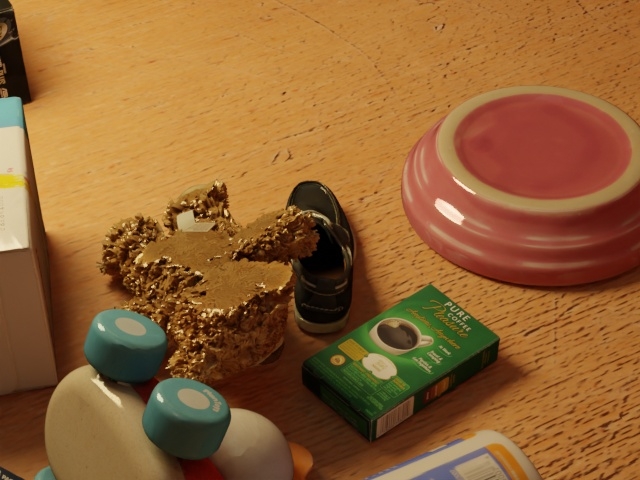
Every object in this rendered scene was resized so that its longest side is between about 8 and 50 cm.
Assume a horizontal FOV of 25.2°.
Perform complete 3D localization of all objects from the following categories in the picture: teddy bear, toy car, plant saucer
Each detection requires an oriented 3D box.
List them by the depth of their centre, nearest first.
[{"bbox_3d":[-0.117,0.202,1.340,0.238,0.219,0.210,3,29,-43],"label":"toy car"},{"bbox_3d":[-0.122,0.044,1.532,0.245,0.113,0.338,-37,35,-26],"label":"teddy bear"},{"bbox_3d":[0.262,-0.083,1.704,0.332,0.084,0.332,-1,41,1],"label":"plant saucer"}]

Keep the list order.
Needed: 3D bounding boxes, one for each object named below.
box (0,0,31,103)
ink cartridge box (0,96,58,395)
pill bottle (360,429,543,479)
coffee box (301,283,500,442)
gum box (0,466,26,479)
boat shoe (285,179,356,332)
[{"bbox_3d":[-0.459,-0.278,1.906,0.077,0.147,0.180,-20,43,-20],"label":"box"},{"bbox_3d":[-0.396,0.012,1.528,0.197,0.198,0.270,-8,41,-8],"label":"ink cartridge box"},{"bbox_3d":[0.061,0.279,1.237,0.272,0.152,0.152,-20,44,-19],"label":"pill bottle"},{"bbox_3d":[0.086,0.126,1.499,0.184,0.040,0.113,-30,49,-29],"label":"coffee box"},{"bbox_3d":[-0.367,0.255,1.277,0.157,0.041,0.184,32,41,-15],"label":"gum box"},{"bbox_3d":[0.000,0.000,1.622,0.084,0.079,0.233,-5,39,-1],"label":"boat shoe"}]
